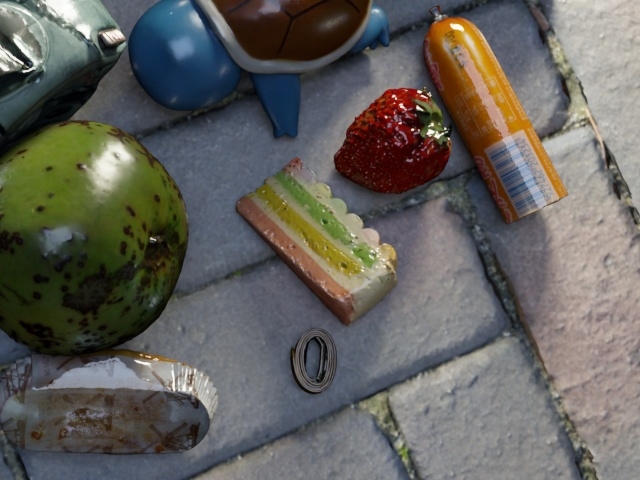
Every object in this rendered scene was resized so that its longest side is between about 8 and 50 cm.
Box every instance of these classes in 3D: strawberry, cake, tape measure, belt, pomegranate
[{"bbox_3d":[0.100,-0.125,1.609,0.148,0.131,0.131,-40,87,30],"label":"strawberry"},{"bbox_3d":[0.002,-0.003,1.580,0.109,0.090,0.225,-42,88,-10],"label":"cake"},{"bbox_3d":[-0.364,-0.198,1.465,0.147,0.256,0.275,50,40,-3],"label":"tape measure"},{"bbox_3d":[-0.009,0.155,1.575,0.059,0.036,0.083,4,78,-7],"label":"belt"},{"bbox_3d":[-0.334,-0.001,1.463,0.340,0.285,0.285,2,78,22],"label":"pomegranate"}]

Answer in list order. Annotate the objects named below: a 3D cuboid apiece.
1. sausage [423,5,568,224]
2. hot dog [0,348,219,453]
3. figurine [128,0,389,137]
[{"bbox_3d":[0.221,-0.177,1.643,0.093,0.093,0.312,-26,84,-12],"label":"sausage"},{"bbox_3d":[-0.258,0.197,1.490,0.267,0.075,0.144,8,112,-8],"label":"hot dog"},{"bbox_3d":[-0.043,-0.302,1.583,0.416,0.243,0.298,-31,95,8],"label":"figurine"}]
